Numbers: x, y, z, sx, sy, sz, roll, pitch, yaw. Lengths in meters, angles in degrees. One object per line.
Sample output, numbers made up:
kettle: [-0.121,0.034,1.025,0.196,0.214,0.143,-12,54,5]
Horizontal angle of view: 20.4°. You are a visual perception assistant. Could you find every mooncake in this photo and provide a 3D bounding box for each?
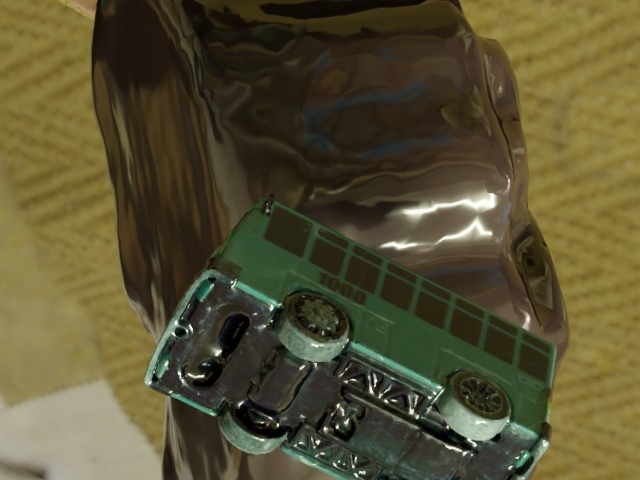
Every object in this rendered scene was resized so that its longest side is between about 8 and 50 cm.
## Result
mooncake: [0.000,0.000,1.023,0.212,0.350,0.381,-9,96,-11]

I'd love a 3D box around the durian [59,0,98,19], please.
durian: [-0.102,-0.255,1.210,0.305,0.195,0.185,-2,149,42]

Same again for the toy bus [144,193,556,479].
toy bus: [0.015,0.052,0.764,0.160,0.092,0.079,27,124,-5]
